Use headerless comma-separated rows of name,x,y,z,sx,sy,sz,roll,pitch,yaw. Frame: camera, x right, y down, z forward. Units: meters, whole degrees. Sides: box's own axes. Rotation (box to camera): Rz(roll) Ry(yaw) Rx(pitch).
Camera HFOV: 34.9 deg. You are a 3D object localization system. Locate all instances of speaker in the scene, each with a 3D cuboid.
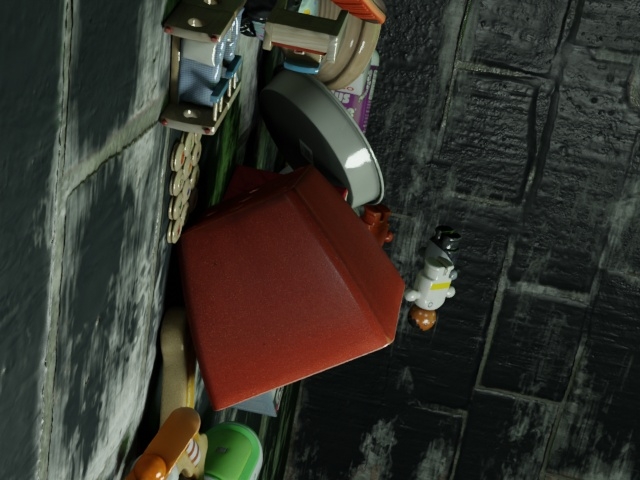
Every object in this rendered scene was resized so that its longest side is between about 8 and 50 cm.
speaker,-0.181,0.416,1.765,0.296,0.131,0.131,-57,159,-77

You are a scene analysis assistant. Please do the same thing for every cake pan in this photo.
cake pan,-0.006,-0.167,1.742,0.054,0.293,0.293,-38,161,-16

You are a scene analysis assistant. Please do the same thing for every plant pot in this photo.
plant pot,-0.057,0.044,1.436,0.235,0.267,0.267,64,14,-10
plant pot,-0.010,-0.369,1.674,0.237,0.110,0.237,-3,-93,57

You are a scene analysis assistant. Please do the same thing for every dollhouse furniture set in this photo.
dollhouse furniture set,-0.076,-0.197,1.167,0.129,0.184,0.129,-71,172,-53

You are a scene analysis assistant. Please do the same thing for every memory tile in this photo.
memory tile,-0.175,-0.080,1.324,0.113,0.012,0.148,-71,171,-55

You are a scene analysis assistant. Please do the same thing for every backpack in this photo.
backpack,-0.059,-0.342,1.431,0.182,0.115,0.152,82,18,-83

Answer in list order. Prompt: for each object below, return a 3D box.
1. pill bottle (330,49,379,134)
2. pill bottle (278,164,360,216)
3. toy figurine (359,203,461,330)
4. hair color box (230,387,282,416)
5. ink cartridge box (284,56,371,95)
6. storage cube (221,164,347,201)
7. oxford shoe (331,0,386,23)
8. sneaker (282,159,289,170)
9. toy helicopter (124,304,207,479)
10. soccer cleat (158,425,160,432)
pill bottle,0.030,-0.331,2.132,0.169,0.169,0.301,-54,155,-78
pill bottle,0.000,0.000,2.063,0.176,0.176,0.318,96,-10,-50
toy figurine,0.133,0.053,1.775,0.213,0.210,0.148,-67,174,-63
hair color box,-0.125,0.215,2.014,0.374,0.114,0.185,87,16,-69
ink cartridge box,0.016,-0.378,1.919,0.219,0.160,0.092,89,15,-66
storage cube,-0.071,0.016,1.687,0.215,0.193,0.183,98,6,-48
oxford shoe,0.026,-0.424,1.476,0.271,0.097,0.098,44,75,-38
sneaker,-0.033,-0.197,2.272,0.083,0.084,0.215,87,16,-54
toy helicopter,-0.205,0.265,1.385,0.235,0.140,0.355,18,73,-76
soccer cleat,-0.223,0.264,1.519,0.035,0.029,0.083,-7,105,-80
